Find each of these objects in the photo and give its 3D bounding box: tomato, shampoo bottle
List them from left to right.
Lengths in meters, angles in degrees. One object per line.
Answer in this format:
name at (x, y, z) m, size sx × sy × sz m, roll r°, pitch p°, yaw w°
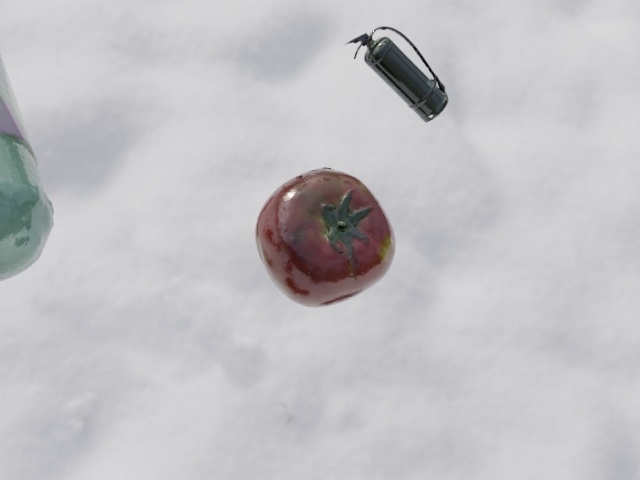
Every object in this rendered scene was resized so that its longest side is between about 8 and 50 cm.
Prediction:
shampoo bottle at (-0.399, -0.107, 1.161) m, size 0.151 × 0.222 × 0.350 m, roll -18°, pitch 59°, yaw -16°
tomato at (0.000, 0.000, 0.646) m, size 0.087 × 0.075 × 0.087 m, roll 6°, pitch 71°, yaw -16°

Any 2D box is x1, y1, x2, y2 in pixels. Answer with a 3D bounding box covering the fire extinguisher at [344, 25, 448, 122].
fire extinguisher at (0.056, -0.122, 0.742) m, size 0.083 × 0.025 × 0.038 m, roll 40°, pitch 82°, yaw -19°
